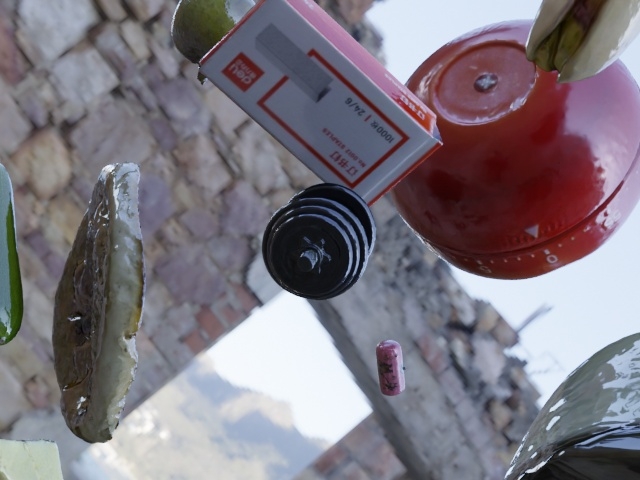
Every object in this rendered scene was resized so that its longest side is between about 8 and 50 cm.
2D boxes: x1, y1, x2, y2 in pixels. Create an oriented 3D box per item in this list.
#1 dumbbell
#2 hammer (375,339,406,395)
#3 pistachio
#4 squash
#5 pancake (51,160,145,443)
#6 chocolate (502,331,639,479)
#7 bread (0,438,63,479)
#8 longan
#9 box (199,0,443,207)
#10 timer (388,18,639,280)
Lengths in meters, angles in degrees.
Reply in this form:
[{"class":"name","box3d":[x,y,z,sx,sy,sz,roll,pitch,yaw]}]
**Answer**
[{"class":"dumbbell","box3d":[0.000,0.000,1.153,0.099,0.099,0.208,52,13,-4]},{"class":"hammer","box3d":[0.105,0.190,1.802,0.043,0.043,0.083,-157,-121,-67]},{"class":"pistachio","box3d":[0.314,-0.269,1.359,0.117,0.200,0.145,28,18,8]},{"class":"squash","box3d":[-0.376,0.007,1.377,0.069,0.069,0.258,73,4,-62]},{"class":"pancake","box3d":[-0.266,0.076,1.462,0.356,0.065,0.356,-174,-90,-69]},{"class":"chocolate","box3d":[0.300,0.212,0.912,0.326,0.297,0.314,-7,-66,37]},{"class":"bread","box3d":[-0.488,0.444,1.860,0.163,0.167,0.264,20,48,-58]},{"class":"longan","box3d":[-0.175,-0.342,2.005,0.145,0.176,0.154,23,-5,-18]},{"class":"box","box3d":[0.003,-0.144,1.217,0.229,0.123,0.050,42,28,-16]},{"class":"timer","box3d":[0.273,-0.135,1.716,0.378,0.378,0.279,40,-7,44]}]
